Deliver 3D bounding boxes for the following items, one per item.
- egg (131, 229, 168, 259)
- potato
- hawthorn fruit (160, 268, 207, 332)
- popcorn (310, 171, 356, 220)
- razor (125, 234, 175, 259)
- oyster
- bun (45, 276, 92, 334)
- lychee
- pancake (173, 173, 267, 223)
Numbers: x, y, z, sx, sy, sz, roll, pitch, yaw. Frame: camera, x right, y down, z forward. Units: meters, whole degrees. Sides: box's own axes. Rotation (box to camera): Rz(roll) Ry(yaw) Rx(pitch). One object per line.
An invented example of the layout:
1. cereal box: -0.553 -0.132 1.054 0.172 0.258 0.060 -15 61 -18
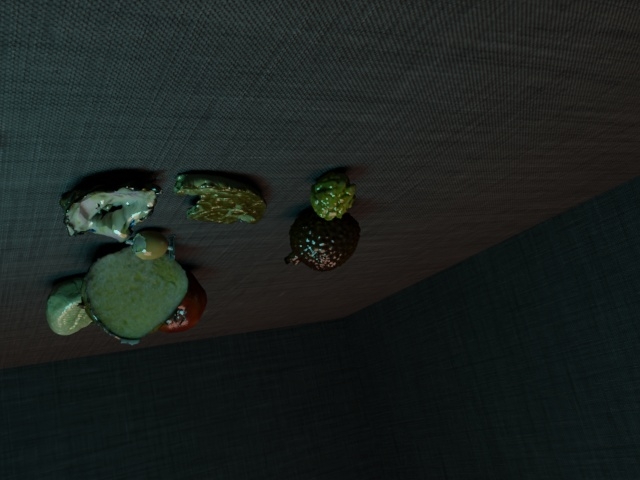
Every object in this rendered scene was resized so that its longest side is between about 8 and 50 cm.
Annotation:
1. egg: -0.447 0.013 1.667 0.080 0.080 0.096 -23 159 31
2. potato: -0.563 0.151 1.808 0.301 0.289 0.237 -37 -160 -35
3. hawthorn fruit: -0.472 0.204 2.024 0.211 0.211 0.299 -11 -165 -7
4. popcorn: 0.030 -0.112 1.572 0.116 0.121 0.106 -2 -164 -16
5. razor: -0.463 0.011 1.722 0.135 0.068 0.040 10 153 -31
6. oyster: -0.456 -0.068 1.371 0.198 0.092 0.259 -3 153 -34
7. bun: -0.744 0.185 1.937 0.220 0.134 0.220 -39 165 -13
8. lychee: 0.000 0.000 1.804 0.238 0.200 0.200 -29 165 -1
9. pancake: -0.239 -0.094 1.528 0.197 0.054 0.376 -17 163 9
